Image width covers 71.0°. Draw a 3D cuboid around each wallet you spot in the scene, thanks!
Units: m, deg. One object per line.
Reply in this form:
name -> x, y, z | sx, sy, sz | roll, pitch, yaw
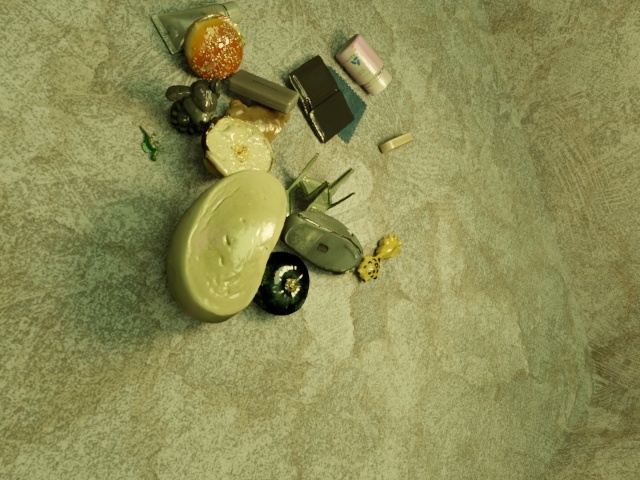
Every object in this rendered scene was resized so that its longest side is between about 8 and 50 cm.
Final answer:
wallet -> 0.005, -0.608, 1.925 | 0.247, 0.041, 0.322 | -45, 112, -33

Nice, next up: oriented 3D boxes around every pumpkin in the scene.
pumpkin -> -0.142, 0.154, 1.603 | 0.233, 0.163, 0.232 | 4, 83, -39

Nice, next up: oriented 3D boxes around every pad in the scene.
pad -> 0.082, -0.609, 2.017 | 0.269, 0.012, 0.269 | 38, 61, -26

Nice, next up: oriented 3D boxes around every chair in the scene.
chair -> -0.011, -0.164, 1.753 | 0.204, 0.275, 0.190 | 16, 48, -33

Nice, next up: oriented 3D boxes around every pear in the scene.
pear -> -0.309, -0.280, 1.545 | 0.267, 0.178, 0.266 | 14, 66, -34

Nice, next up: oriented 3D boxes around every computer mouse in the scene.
computer mouse -> 0.001, -0.003, 1.719 | 0.374, 0.203, 0.114 | 32, 22, -31

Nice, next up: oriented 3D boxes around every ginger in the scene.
ginger -> -0.240, -0.457, 1.672 | 0.221, 0.130, 0.275 | 27, 62, -23

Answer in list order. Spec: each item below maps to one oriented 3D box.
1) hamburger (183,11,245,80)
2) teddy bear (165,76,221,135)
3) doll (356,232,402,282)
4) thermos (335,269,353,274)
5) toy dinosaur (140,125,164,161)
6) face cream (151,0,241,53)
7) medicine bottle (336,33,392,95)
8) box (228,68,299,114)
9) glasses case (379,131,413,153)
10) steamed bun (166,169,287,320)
hamburger -> -0.373, -0.673, 1.568 | 0.237, 0.148, 0.236 | -31, 135, -37
teddy bear -> -0.423, -0.433, 1.473 | 0.171, 0.251, 0.144 | -2, 81, -23
doll -> 0.259, 0.074, 1.975 | 0.291, 0.086, 0.117 | -42, 111, -32
thermos -> 0.082, 0.047, 1.861 | 0.073, 0.083, 0.187 | 4, 77, -59
toy dinosaur -> -0.559, -0.320, 1.467 | 0.060, 0.029, 0.119 | -39, 105, -23
face cream -> -0.433, -0.785, 1.619 | 0.315, 0.089, 0.143 | -34, 103, -29
medicine bottle -> 0.203, -0.801, 2.059 | 0.254, 0.152, 0.151 | 43, 59, -24
box -> -0.206, -0.541, 1.630 | 0.244, 0.055, 0.103 | 24, 47, 4
glasses case -> 0.367, -0.471, 2.162 | 0.196, 0.083, 0.050 | -29, 100, -39
steamed bun -> -0.307, 0.013, 1.374 | 0.290, 0.371, 0.455 | 23, 68, -15
